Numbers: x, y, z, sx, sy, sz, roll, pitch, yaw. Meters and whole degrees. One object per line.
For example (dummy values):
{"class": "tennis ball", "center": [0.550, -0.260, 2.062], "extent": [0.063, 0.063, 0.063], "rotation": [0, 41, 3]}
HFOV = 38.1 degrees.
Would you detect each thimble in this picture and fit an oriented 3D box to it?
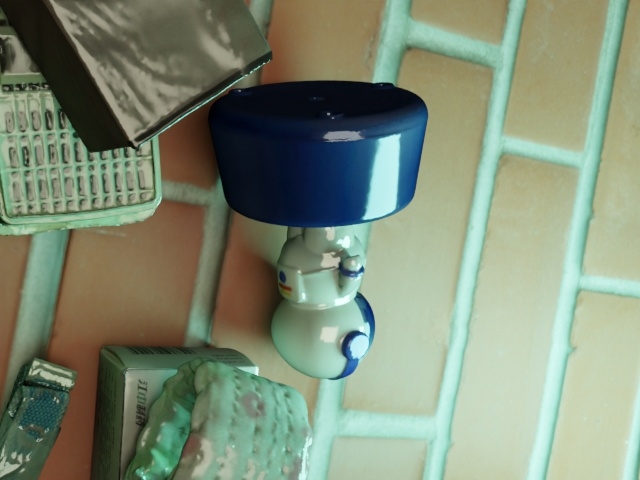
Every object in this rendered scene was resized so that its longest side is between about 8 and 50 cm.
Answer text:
{"class": "thimble", "center": [-0.117, 0.244, 1.020], "extent": [0.149, 0.185, 0.211], "rotation": [25, 117, -24]}

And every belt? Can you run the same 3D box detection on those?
{"class": "belt", "center": [-0.372, 0.289, 1.101], "extent": [0.072, 0.087, 0.302], "rotation": [23, 84, -23]}

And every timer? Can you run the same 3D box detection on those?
{"class": "timer", "center": [0.000, 0.000, 1.197], "extent": [0.270, 0.270, 0.383], "rotation": [-11, 113, -25]}

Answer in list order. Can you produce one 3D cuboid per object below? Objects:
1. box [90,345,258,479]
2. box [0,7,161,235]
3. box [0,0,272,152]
{"class": "box", "center": [-0.189, 0.303, 1.161], "extent": [0.173, 0.145, 0.332], "rotation": [3, 92, -25]}
{"class": "box", "center": [-0.297, -0.155, 1.055], "extent": [0.221, 0.166, 0.290], "rotation": [-7, 98, -26]}
{"class": "box", "center": [-0.202, -0.238, 0.918], "extent": [0.188, 0.153, 0.252], "rotation": [-38, 107, -21]}
